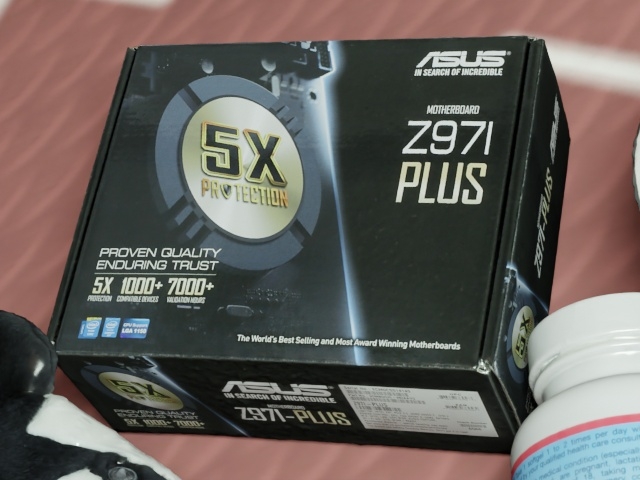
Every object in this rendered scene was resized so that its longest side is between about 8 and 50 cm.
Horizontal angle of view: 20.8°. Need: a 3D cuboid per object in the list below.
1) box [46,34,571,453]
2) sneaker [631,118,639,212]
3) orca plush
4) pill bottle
[{"bbox_3d":[0.000,0.000,0.697,0.180,0.077,0.147,2,60,19],"label":"box"},{"bbox_3d":[0.186,0.019,0.564,0.121,0.111,0.300,-34,35,28],"label":"sneaker"},{"bbox_3d":[-0.174,0.091,0.650,0.287,0.102,0.151,28,107,30],"label":"orca plush"},{"bbox_3d":[0.111,0.102,0.593,0.087,0.087,0.160,-10,58,13],"label":"pill bottle"}]
